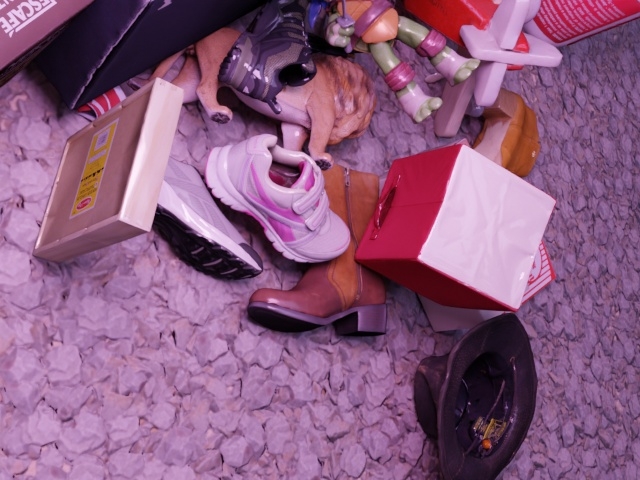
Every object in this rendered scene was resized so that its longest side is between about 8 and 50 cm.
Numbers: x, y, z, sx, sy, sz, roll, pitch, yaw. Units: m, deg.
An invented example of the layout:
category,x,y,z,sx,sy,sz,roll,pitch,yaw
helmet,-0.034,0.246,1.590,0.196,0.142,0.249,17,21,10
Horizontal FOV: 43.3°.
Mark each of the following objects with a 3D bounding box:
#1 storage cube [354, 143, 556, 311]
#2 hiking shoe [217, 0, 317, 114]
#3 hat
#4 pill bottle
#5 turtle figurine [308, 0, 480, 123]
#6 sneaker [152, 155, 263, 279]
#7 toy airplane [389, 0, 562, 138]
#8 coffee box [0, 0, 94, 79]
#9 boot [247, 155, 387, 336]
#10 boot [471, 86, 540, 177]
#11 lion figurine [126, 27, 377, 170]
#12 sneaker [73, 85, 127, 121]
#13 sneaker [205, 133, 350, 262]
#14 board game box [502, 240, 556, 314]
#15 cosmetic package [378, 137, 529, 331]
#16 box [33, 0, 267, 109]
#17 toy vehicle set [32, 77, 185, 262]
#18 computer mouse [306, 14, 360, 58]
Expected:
category,x,y,z,sx,sy,sz,roll,pitch,yaw
storage cube,0.200,-0.014,1.204,0.215,0.193,0.184,27,78,-20
hiking shoe,-0.052,-0.270,1.128,0.114,0.086,0.227,38,57,-13
hat,0.239,0.260,1.357,0.331,0.134,0.331,-17,113,-44
pill bottle,0.515,-0.513,1.559,0.229,0.407,0.229,9,75,-39
turtle figurine,0.110,-0.317,1.150,0.266,0.274,0.198,46,43,-8
sneaker,-0.174,-0.042,1.107,0.271,0.100,0.108,43,53,-25
toy airplane,0.280,-0.394,1.358,0.272,0.386,0.385,-12,90,-30
coffee box,-0.376,-0.212,0.842,0.119,0.297,0.168,52,54,-19
boot,0.000,0.000,1.245,0.264,0.096,0.281,7,73,-32
boot,0.351,-0.142,1.559,0.211,0.104,0.295,19,83,-51
lion figurine,-0.082,-0.229,1.194,0.392,0.142,0.240,25,58,-29
sneaker,-0.311,-0.212,1.061,0.067,0.042,0.118,-49,114,-38
sneaker,-0.037,-0.056,1.128,0.252,0.111,0.103,36,49,-33
board game box,0.369,0.046,1.566,0.193,0.045,0.147,-29,100,-39
cosmetic package,0.226,-0.007,1.405,0.153,0.129,0.296,-34,104,-38
box,-0.228,-0.504,0.988,0.480,0.297,0.472,-41,97,-37
toy vehicle set,-0.253,-0.072,0.937,0.035,0.267,0.166,23,69,-33
computer mouse,0.038,-0.367,1.340,0.193,0.106,0.042,-69,164,-44
